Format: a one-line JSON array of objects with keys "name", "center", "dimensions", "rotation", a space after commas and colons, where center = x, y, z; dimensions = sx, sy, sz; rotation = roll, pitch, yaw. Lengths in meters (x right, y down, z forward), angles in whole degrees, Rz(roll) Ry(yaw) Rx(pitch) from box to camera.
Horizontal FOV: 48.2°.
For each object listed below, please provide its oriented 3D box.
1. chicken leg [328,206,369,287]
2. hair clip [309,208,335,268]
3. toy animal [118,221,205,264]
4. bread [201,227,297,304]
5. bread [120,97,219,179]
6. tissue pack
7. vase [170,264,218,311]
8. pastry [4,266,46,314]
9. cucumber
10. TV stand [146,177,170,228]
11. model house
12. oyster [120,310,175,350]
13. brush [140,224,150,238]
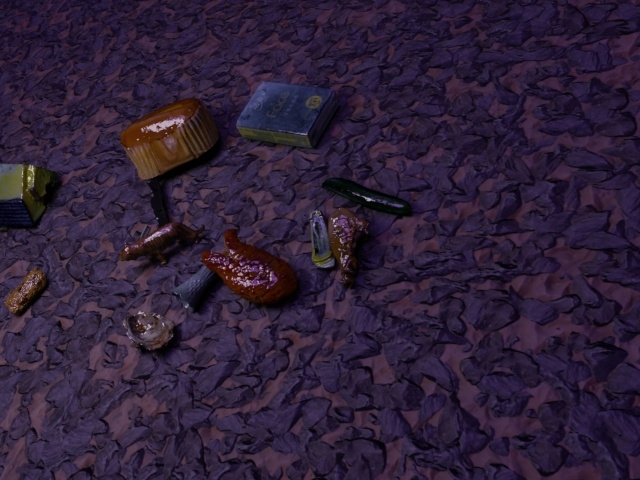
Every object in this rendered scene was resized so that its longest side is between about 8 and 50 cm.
[{"name": "chicken leg", "center": [0.072, 0.015, 1.729], "dimensions": [0.101, 0.085, 0.207], "rotation": [-6, 61, 2]}, {"name": "hair clip", "center": [0.000, 0.000, 1.797], "dimensions": [0.060, 0.033, 0.188], "rotation": [-19, 52, 13]}, {"name": "toy animal", "center": [-0.428, 0.008, 1.941], "dimensions": [0.241, 0.099, 0.056], "rotation": [-29, 49, 3]}, {"name": "bread", "center": [-0.178, 0.066, 1.763], "dimensions": [0.269, 0.095, 0.139], "rotation": [35, 63, 22]}, {"name": "bread", "center": [-0.463, -0.319, 2.150], "dimensions": [0.288, 0.156, 0.204], "rotation": [-20, 32, 14]}, {"name": "tissue pack", "center": [-0.095, -0.367, 2.090], "dimensions": [0.257, 0.081, 0.185], "rotation": [13, 61, 30]}, {"name": "vase", "center": [-0.306, 0.103, 1.832], "dimensions": [0.081, 0.081, 0.148], "rotation": [25, 64, 36]}, {"name": "pastry", "center": [-0.844, 0.145, 2.056], "dimensions": [0.140, 0.056, 0.080], "rotation": [-50, 44, -8]}, {"name": "cucumber", "center": [0.110, -0.115, 1.823], "dimensions": [0.284, 0.056, 0.056], "rotation": [21, 66, 36]}, {"name": "TV stand", "center": [-0.463, -0.083, 2.065], "dimensions": [0.036, 0.042, 0.249], "rotation": [-25, 49, 2]}, {"name": "model house", "center": [-0.961, -0.133, 2.291], "dimensions": [0.194, 0.170, 0.211], "rotation": [2, 84, 17]}, {"name": "oyster", "center": [-0.441, 0.229, 1.809], "dimensions": [0.177, 0.056, 0.105], "rotation": [15, 51, 32]}, {"name": "brush", "center": [-0.510, -0.007, 2.045], "dimensions": [0.013, 0.016, 0.083], "rotation": [-9, 50, 35]}]
